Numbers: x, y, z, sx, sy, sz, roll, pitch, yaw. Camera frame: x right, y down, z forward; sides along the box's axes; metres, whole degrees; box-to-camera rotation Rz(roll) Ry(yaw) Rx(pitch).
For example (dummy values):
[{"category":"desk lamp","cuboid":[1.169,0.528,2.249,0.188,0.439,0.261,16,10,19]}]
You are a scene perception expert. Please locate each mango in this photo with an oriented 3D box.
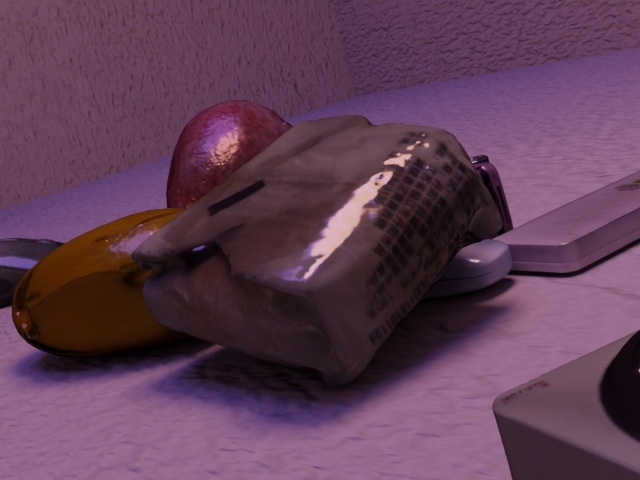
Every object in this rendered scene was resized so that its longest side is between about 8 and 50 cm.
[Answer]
[{"category":"mango","cuboid":[-0.199,0.045,1.003,0.262,0.130,0.167,-15,10,21]}]

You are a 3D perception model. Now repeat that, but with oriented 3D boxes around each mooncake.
[{"category":"mooncake","cuboid":[0.003,0.004,0.835,0.254,0.136,0.250,-42,30,-27]}]

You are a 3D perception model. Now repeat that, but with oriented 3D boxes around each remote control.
[{"category":"remote control","cuboid":[0.276,-0.025,0.959,0.250,0.034,0.103,-23,14,-34]}]

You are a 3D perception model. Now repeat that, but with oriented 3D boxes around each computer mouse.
[{"category":"computer mouse","cuboid":[-0.423,0.034,1.449,0.379,0.090,0.167,-14,12,-4]}]

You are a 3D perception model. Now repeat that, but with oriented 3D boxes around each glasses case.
[{"category":"glasses case","cuboid":[0.087,0.027,0.922,0.178,0.045,0.067,-6,16,35]}]

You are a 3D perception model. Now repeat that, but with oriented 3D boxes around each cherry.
[{"category":"cherry","cuboid":[-0.121,-0.080,1.371,0.175,0.192,0.249,24,42,16]}]

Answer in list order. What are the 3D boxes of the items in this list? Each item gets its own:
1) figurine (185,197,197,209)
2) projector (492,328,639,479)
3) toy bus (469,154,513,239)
[{"category":"figurine","cuboid":[-0.122,0.018,1.158,0.122,0.121,0.176,-44,1,7]},{"category":"projector","cuboid":[0.246,0.064,0.453,0.257,0.079,0.259,-20,11,-20]},{"category":"toy bus","cuboid":[0.104,-0.029,1.046,0.108,0.096,0.199,-21,12,-23]}]
